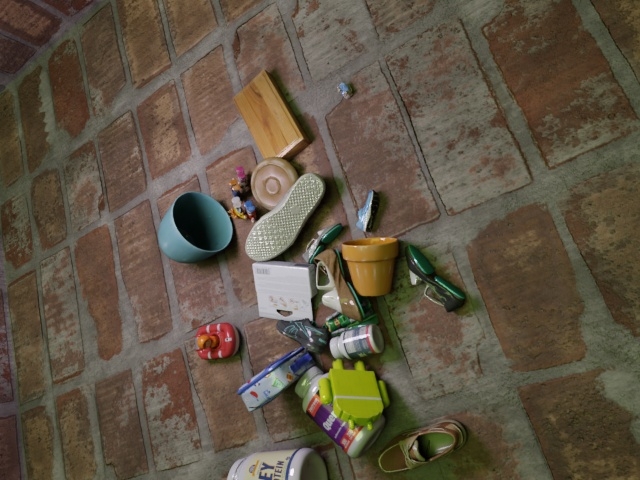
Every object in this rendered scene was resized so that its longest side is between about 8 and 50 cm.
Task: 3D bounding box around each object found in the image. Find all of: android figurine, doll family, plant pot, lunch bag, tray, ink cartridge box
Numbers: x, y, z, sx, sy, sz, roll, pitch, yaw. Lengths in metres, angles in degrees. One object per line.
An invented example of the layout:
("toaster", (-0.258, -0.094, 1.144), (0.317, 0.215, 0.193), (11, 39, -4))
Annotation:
("android figurine", (0.118, 0.526, 1.629), (0.273, 0.247, 0.056), (-104, 25, -54))
("doll family", (-0.358, -0.185, 2.072), (0.118, 0.163, 0.263), (-14, 74, -7))
("plant pot", (0.185, 0.096, 1.718), (0.204, 0.205, 0.188), (-1, 98, 29))
("lunch bag", (-0.153, 0.507, 1.781), (0.243, 0.303, 0.115), (-41, 79, 19))
("plant pot", (-0.577, -0.032, 2.101), (0.235, 0.292, 0.293), (-33, 68, 36))
("plant pot", (-0.198, -0.234, 2.011), (0.236, 0.032, 0.237), (5, 103, 21))
("tray", (-0.221, -0.529, 2.086), (0.202, 0.076, 0.411), (-36, 67, 20))
("ink cartridge box", (-0.141, 0.208, 1.949), (0.274, 0.060, 0.239), (3, 108, 29))

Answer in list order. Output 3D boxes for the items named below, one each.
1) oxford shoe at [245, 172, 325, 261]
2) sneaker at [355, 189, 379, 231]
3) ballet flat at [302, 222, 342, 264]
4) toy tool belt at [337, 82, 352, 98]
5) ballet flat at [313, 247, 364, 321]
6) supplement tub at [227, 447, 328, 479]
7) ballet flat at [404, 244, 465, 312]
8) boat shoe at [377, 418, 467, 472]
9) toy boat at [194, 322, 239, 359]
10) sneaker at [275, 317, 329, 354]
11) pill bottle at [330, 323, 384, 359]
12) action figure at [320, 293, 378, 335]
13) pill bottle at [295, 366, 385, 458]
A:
("oxford shoe", (-0.136, -0.092, 1.945), (0.169, 0.130, 0.449), (39, 103, -5))
("sneaker", (0.172, -0.118, 1.819), (0.073, 0.063, 0.162), (18, 91, 33))
("ballet flat", (0.000, 0.000, 1.893), (0.213, 0.072, 0.068), (-53, 57, 13))
("toy tool belt", (0.093, -0.619, 1.938), (0.052, 0.051, 0.083), (-42, 66, 17))
("ballet flat", (0.052, 0.171, 1.761), (0.123, 0.116, 0.343), (-16, 52, -8))
("supplement tub", (-0.160, 0.902, 1.758), (0.324, 0.235, 0.236), (-17, 75, 25))
("ballet flat", (0.375, 0.140, 1.657), (0.280, 0.095, 0.096), (48, 118, 25))
("boat shoe", (0.326, 0.689, 1.587), (0.323, 0.119, 0.123), (-35, 68, 20))
("toy boat", (-0.465, 0.434, 2.039), (0.230, 0.151, 0.151), (-13, 77, 27))
("sneaker", (-0.067, 0.353, 1.857), (0.267, 0.101, 0.106), (18, 79, 43))
("pill bottle", (0.132, 0.377, 1.745), (0.180, 0.108, 0.108), (-21, 74, 26))
("action figure", (0.092, 0.300, 1.808), (0.232, 0.063, 0.137), (-33, 72, 25))
("pill bottle", (0.062, 0.605, 1.708), (0.322, 0.181, 0.182), (35, 100, 28))
